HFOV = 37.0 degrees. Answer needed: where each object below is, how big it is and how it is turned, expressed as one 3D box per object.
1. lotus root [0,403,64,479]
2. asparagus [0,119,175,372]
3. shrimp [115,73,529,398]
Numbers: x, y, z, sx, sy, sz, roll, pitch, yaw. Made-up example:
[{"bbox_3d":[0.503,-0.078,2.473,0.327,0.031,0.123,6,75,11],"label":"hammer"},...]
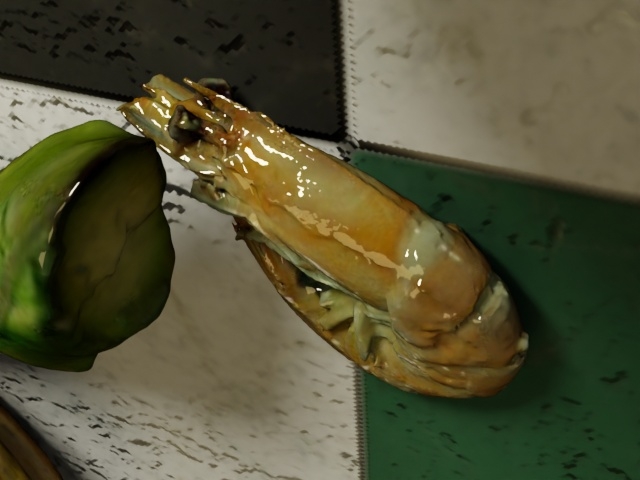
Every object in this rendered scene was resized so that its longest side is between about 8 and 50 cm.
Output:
[{"bbox_3d":[-0.255,0.131,0.515,0.290,0.193,0.193,30,135,8],"label":"lotus root"},{"bbox_3d":[-0.170,0.009,0.419,0.343,0.082,0.085,-7,147,45],"label":"asparagus"},{"bbox_3d":[0.000,0.000,0.364,0.180,0.041,0.099,38,150,-4],"label":"shrimp"}]
